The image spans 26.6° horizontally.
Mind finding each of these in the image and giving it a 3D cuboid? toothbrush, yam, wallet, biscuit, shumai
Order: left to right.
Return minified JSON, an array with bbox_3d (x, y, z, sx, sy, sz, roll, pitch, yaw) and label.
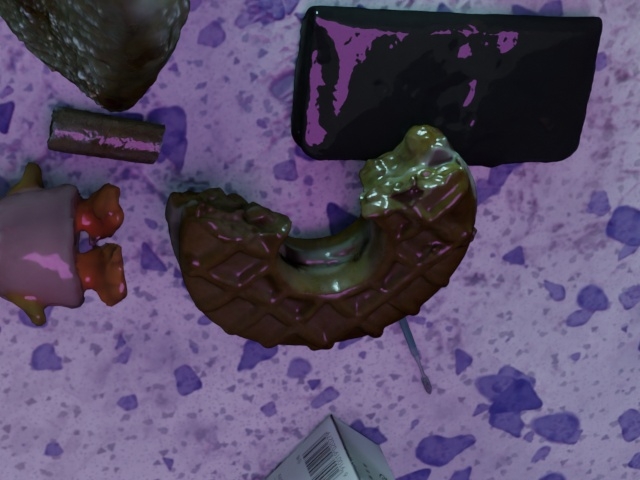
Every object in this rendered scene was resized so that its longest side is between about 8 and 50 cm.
[{"bbox_3d":[-0.244,-0.118,1.540,0.132,0.054,0.054,8,116,-20],"label":"yam"},{"bbox_3d":[-0.181,-0.340,1.293,0.323,0.397,0.324,-42,96,-16],"label":"shumai"},{"bbox_3d":[0.011,0.011,1.620,0.366,0.115,0.268,-11,134,-3],"label":"biscuit"},{"bbox_3d":[0.123,0.142,1.807,0.011,0.014,0.167,-19,122,5],"label":"toothbrush"},{"bbox_3d":[0.155,-0.180,1.616,0.377,0.051,0.197,0,117,-14],"label":"wallet"}]

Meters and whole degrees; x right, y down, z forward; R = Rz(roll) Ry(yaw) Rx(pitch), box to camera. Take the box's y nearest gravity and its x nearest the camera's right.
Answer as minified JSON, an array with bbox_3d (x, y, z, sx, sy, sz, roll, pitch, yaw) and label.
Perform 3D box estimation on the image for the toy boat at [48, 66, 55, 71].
[{"bbox_3d":[-0.242,-0.235,1.478,0.149,0.049,0.047,-38,91,9],"label":"toy boat"}]

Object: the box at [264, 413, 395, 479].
[{"bbox_3d":[0.016,0.386,1.770,0.111,0.260,0.194,36,105,-33],"label":"box"}]

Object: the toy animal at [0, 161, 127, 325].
[{"bbox_3d":[-0.367,0.007,1.519,0.281,0.195,0.169,1,158,-20],"label":"toy animal"}]
